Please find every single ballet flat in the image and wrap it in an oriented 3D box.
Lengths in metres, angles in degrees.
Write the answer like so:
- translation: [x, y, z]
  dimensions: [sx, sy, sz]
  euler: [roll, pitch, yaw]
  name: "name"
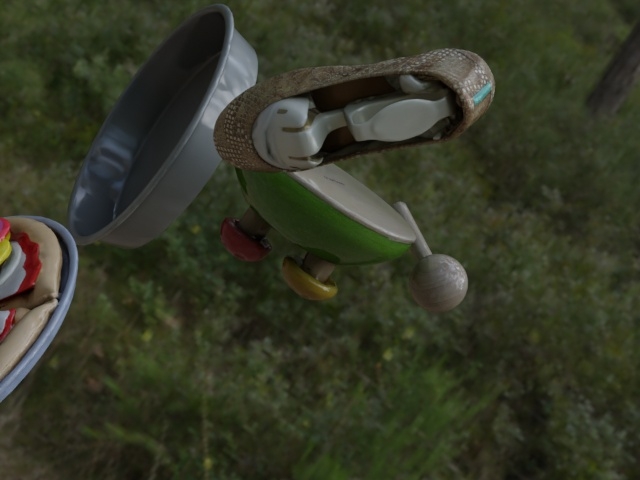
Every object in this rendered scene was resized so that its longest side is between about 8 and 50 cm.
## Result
- translation: [0.014, -0.084, 0.820]
  dimensions: [0.067, 0.206, 0.073]
  euler: [-65, 137, -62]
  name: "ballet flat"

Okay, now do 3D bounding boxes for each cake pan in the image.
- translation: [-0.164, -0.112, 1.270]
  dimensions: [0.054, 0.293, 0.293]
  euler: [33, 7, -25]
  name: "cake pan"

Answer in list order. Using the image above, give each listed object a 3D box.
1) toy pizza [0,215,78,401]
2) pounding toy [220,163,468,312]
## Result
- translation: [-0.215, 0.048, 0.616]
  dimensions: [0.032, 0.201, 0.201]
  euler: [60, -8, -32]
  name: "toy pizza"
- translation: [0.000, 0.000, 1.083]
  dimensions: [0.237, 0.110, 0.183]
  euler: [28, 13, -32]
  name: "pounding toy"
